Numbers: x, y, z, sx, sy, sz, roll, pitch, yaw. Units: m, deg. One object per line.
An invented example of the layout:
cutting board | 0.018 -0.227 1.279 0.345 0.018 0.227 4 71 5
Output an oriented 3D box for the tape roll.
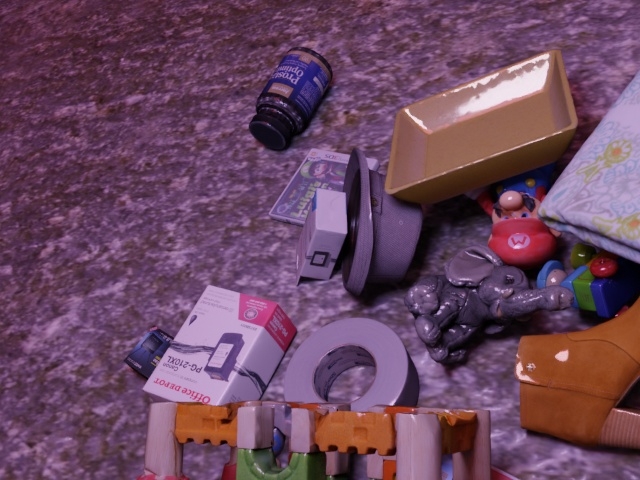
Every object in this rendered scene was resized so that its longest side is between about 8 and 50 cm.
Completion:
tape roll | 0.051 0.240 1.426 0.219 0.072 0.219 -14 49 17

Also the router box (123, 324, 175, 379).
router box | -0.307 0.228 1.639 0.122 0.038 0.092 23 67 38

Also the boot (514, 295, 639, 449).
boot | 0.398 0.152 1.246 0.211 0.104 0.295 9 85 31

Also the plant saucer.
plant saucer | 0.291 -0.190 1.522 0.333 0.081 0.332 -18 29 21

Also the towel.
towel | 0.534 -0.102 1.197 0.320 0.090 0.374 -49 39 -9

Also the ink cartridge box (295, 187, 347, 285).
ink cartridge box | 0.000 0.000 1.618 0.060 0.180 0.104 8 50 -10

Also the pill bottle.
pill bottle | -0.070 -0.317 1.913 0.123 0.123 0.219 11 61 33

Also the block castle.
block castle | -0.001 0.333 1.173 0.453 0.303 0.212 -4 80 27

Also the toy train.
toy train | 0.475 0.029 1.386 0.248 0.105 0.143 -35 25 -31

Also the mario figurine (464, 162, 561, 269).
mario figurine | 0.347 -0.092 1.475 0.198 0.170 0.320 -52 18 45

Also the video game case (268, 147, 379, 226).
video game case | 0.007 -0.106 1.770 0.173 0.022 0.190 14 61 35

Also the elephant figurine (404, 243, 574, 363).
elephant figurine | 0.268 0.093 1.387 0.239 0.169 0.186 -28 65 9

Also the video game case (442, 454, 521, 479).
video game case | 0.166 0.442 1.233 0.204 0.025 0.285 20 64 37

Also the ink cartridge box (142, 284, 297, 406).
ink cartridge box | -0.180 0.216 1.541 0.172 0.100 0.237 11 59 34

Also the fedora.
fedora | 0.111 -0.028 1.548 0.124 0.243 0.275 5 50 -6
